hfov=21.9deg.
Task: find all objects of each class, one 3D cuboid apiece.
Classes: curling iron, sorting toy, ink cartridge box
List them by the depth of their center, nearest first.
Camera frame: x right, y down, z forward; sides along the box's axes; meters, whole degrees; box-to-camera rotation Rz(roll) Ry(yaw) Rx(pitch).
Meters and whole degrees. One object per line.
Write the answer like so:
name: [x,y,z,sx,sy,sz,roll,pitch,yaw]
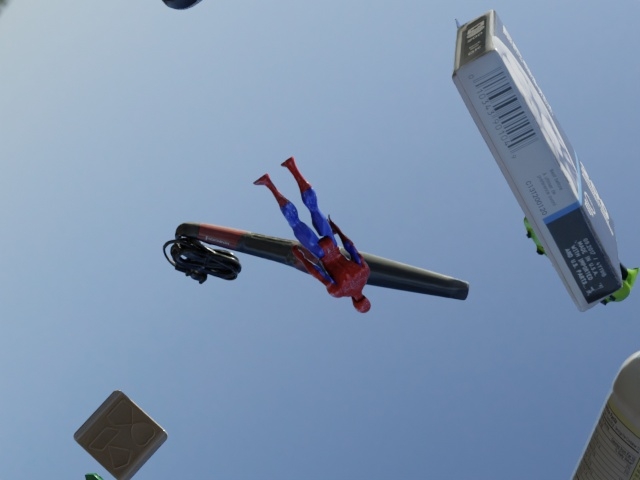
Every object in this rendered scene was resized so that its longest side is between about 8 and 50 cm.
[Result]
ink cartridge box: [0.166,-0.073,1.277,0.045,0.206,0.208,-27,-165,13]
sorting toy: [-0.177,0.175,1.394,0.083,0.062,0.012,-47,166,-9]
curling iron: [-0.003,0.021,1.476,0.068,0.274,0.035,93,3,-60]

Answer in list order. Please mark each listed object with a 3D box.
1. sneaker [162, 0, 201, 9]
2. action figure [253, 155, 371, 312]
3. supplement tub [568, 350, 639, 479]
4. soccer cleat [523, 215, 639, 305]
sneaker: [-0.068,-0.256,1.286,0.084,0.097,0.235,-24,-138,33]
action figure: [0.000,0.000,1.113,0.038,0.115,0.030,-34,-178,-22]
supplement tub: [0.359,0.247,1.589,0.235,0.235,0.325,-102,-148,-71]
soccer cleat: [0.347,0.011,2.211,0.072,0.179,0.060,-55,-169,-21]
